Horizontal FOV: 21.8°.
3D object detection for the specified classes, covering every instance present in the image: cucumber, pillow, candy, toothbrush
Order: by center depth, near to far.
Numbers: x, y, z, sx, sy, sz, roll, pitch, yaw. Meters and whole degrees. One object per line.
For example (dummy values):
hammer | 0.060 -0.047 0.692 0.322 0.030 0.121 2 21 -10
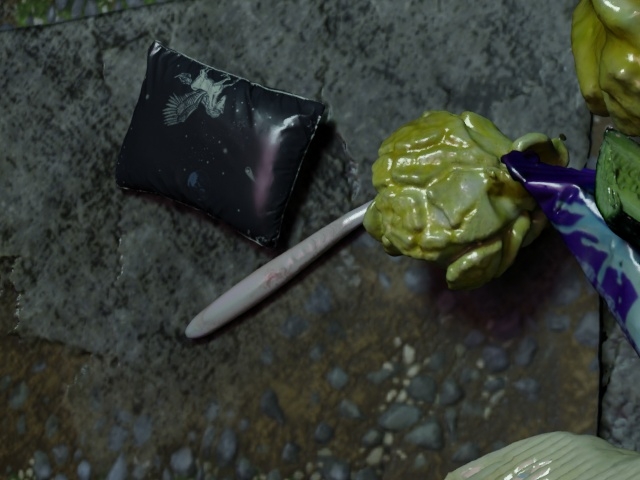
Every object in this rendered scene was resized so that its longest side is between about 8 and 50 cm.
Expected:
cucumber | 0.268 0.011 1.112 0.220 0.070 0.046 32 133 6
candy | 0.245 0.032 1.164 0.275 0.145 0.070 59 141 31
toothbrush | 0.000 0.000 1.392 0.307 0.029 0.025 -35 66 20
pillow | -0.095 -0.088 1.467 0.208 0.055 0.141 21 96 36

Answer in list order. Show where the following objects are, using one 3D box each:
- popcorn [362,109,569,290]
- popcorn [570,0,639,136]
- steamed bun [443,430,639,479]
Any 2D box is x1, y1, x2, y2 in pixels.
popcorn | 0.104 -0.035 1.270 0.135 0.141 0.162 54 140 -1
popcorn | 0.273 -0.179 1.137 0.225 0.249 0.249 39 100 1
steamed bun | 0.165 0.272 1.102 0.280 0.207 0.268 -11 24 51
